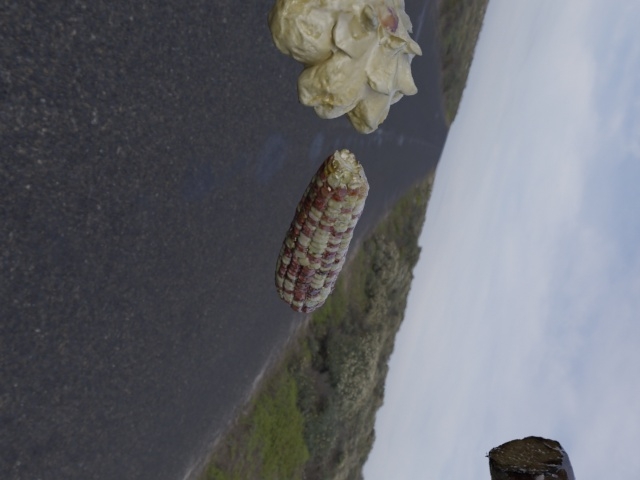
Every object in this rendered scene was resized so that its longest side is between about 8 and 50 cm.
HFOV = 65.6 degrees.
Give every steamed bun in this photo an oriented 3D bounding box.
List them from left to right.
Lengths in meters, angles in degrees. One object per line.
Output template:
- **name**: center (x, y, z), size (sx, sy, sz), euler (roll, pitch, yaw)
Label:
- **steamed bun**: center (0.052, -0.317, 0.694), size (0.292, 0.137, 0.295), euler (50, 47, -28)

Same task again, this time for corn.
- **corn**: center (0.000, 0.000, 0.557), size (0.237, 0.080, 0.079), euler (114, 1, -49)

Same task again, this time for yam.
- **yam**: center (0.211, 0.261, 0.467), size (0.079, 0.079, 0.141), euler (-31, 105, -76)
